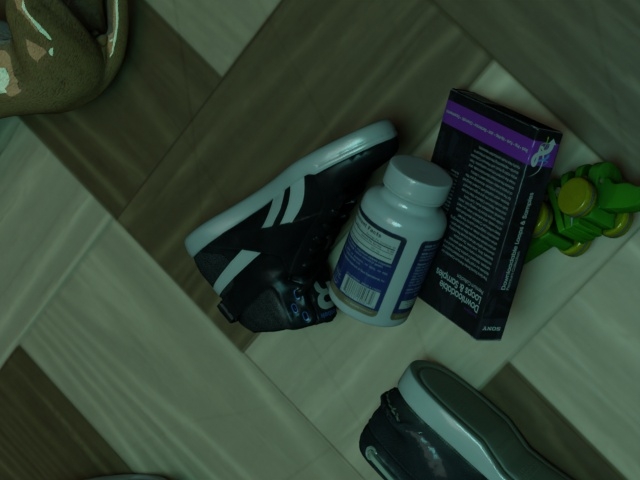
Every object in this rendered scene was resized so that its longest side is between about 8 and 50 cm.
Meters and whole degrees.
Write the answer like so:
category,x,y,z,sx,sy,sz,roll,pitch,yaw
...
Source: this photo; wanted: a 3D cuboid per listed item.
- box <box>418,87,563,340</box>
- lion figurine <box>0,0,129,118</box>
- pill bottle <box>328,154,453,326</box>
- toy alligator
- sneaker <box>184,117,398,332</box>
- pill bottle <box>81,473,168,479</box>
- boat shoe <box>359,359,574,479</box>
category,x,y,z,sx,sy,sz,roll,pitch,yaw
box,0.115,-0.021,0.953,0.116,0.029,0.162,38,117,55
lion figurine,-0.301,-0.149,1.095,0.392,0.142,0.240,-13,104,20
pill bottle,0.055,-0.001,0.957,0.067,0.067,0.120,30,117,17
toy alligator,0.168,-0.016,0.954,0.190,0.056,0.051,-29,50,41
sneaker,0.000,0.000,1.020,0.217,0.079,0.121,-31,88,33
pill bottle,-0.177,0.340,1.113,0.136,0.136,0.245,-5,96,25
boat shoe,0.156,0.221,0.966,0.302,0.114,0.091,45,113,25
